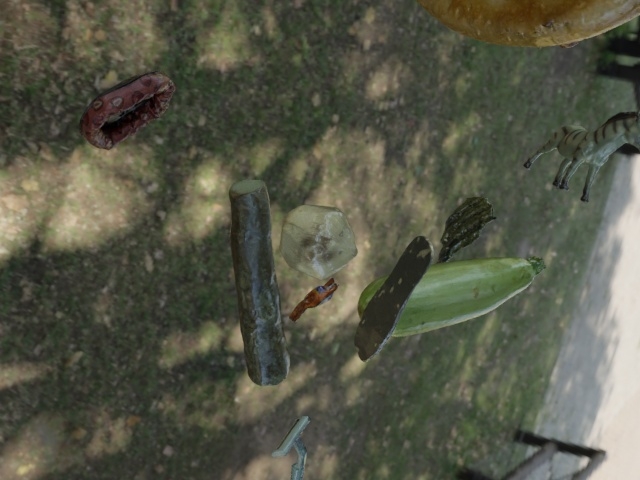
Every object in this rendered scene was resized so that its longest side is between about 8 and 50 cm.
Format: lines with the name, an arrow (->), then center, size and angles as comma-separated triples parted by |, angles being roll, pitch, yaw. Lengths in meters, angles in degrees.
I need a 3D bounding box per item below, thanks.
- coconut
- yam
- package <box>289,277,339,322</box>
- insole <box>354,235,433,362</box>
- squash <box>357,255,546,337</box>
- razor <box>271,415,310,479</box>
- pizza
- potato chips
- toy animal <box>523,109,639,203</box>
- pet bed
coconut -> 0.000, 0.000, 2.409 | 0.224, 0.224, 0.224 | -29, 128, -46
yam -> -0.078, 0.057, 1.085 | 0.061, 0.061, 0.274 | -32, 127, -44
package -> -0.014, 0.108, 1.577 | 0.111, 0.077, 0.033 | -38, 116, -4
insole -> 0.115, 0.095, 1.377 | 0.011, 0.081, 0.248 | 9, 126, -30
squash -> 0.236, 0.092, 1.536 | 0.371, 0.118, 0.118 | -12, 118, -23
razor -> -0.040, 0.351, 1.200 | 0.084, 0.036, 0.211 | -45, 143, -57
pizza -> 0.252, -0.358, 0.996 | 0.114, 0.409, 0.277 | -2, 92, -49
potato chips -> 0.291, -0.019, 1.804 | 0.028, 0.092, 0.207 | 7, 143, -30
toy animal -> 0.468, -0.165, 1.520 | 0.073, 0.217, 0.176 | 26, 99, -26
pet bed -> -0.350, -0.237, 1.565 | 0.201, 0.053, 0.201 | -37, 178, -2
